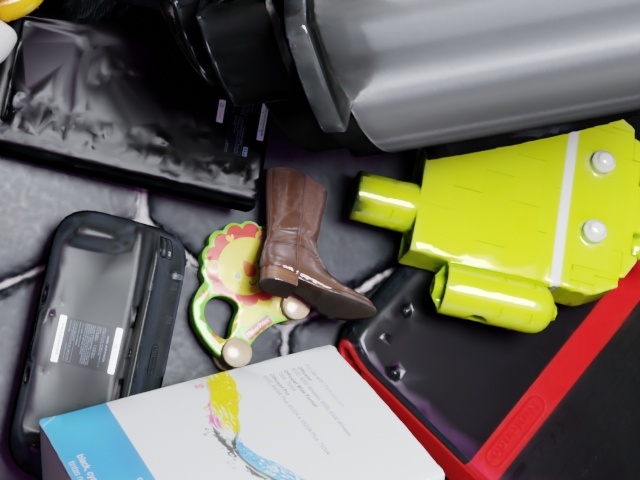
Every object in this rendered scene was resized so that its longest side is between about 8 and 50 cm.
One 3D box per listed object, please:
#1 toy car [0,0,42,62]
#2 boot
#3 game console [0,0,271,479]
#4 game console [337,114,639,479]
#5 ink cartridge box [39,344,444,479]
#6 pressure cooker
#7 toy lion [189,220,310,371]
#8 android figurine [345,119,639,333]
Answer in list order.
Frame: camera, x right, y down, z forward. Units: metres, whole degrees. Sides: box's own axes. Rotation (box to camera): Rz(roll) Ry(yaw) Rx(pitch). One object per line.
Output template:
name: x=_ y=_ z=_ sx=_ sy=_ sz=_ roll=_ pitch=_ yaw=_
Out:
toy car: x=-0.276 y=-0.209 z=0.992 sx=0.182 sy=0.136 sz=0.159 roll=11 pitch=80 yaw=-6
boot: x=0.000 y=0.000 z=1.145 sx=0.106 sy=0.037 sz=0.114 roll=23 pitch=50 yaw=-25
game console: x=-0.162 y=-0.001 z=1.077 sx=0.213 sy=0.044 sz=0.361 roll=13 pitch=79 yaw=-16
game console: x=0.241 y=0.076 z=1.260 sx=0.342 sy=0.060 sz=0.386 roll=46 pitch=68 yaw=-7
ink cartridge box: x=-0.056 y=0.207 z=1.008 sx=0.232 sy=0.168 sz=0.171 roll=-14 pitch=125 yaw=-25
pressure cooker: x=0.086 y=-0.253 z=1.020 sx=0.420 sy=0.370 sz=0.376 roll=-9 pitch=87 yaw=16
toy lion: x=-0.063 y=0.038 z=1.134 sx=0.100 sy=0.034 sz=0.096 roll=-39 pitch=94 yaw=-22
android figurine: x=0.163 y=-0.044 z=1.192 sx=0.272 sy=0.056 sz=0.248 roll=15 pitch=70 yaw=-6
